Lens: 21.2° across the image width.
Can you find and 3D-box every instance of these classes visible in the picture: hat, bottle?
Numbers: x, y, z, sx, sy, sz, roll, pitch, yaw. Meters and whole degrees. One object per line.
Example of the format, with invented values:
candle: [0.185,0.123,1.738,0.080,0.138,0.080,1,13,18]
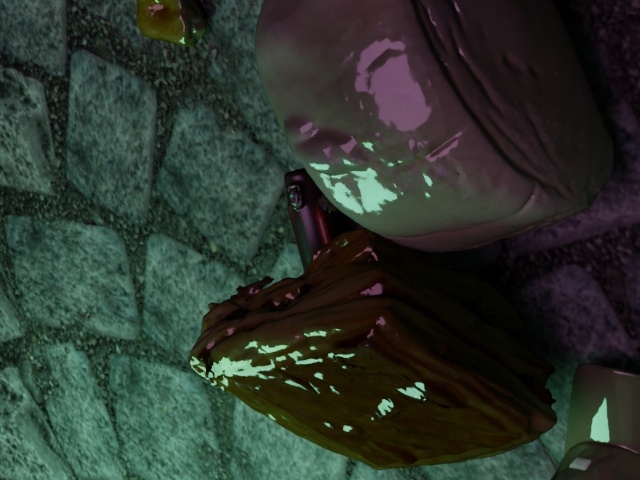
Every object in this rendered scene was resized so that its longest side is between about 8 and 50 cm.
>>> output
hat: [0.276,0.221,1.668,0.166,0.144,0.173,10,139,37]
bottle: [0.000,0.000,1.853,0.060,0.060,0.164,-3,107,43]

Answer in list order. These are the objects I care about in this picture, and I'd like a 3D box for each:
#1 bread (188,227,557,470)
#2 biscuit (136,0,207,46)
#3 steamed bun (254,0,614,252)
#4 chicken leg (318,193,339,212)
bread: [0.061,0.109,1.743,0.277,0.167,0.324,33,151,-27]
biscuit: [-0.139,-0.289,1.857,0.174,0.039,0.183,22,124,32]
steamed bun: [0.082,-0.165,1.571,0.247,0.236,0.383,-24,93,45]
chicken leg: [0.039,-0.108,1.755,0.125,0.080,0.196,16,121,54]
